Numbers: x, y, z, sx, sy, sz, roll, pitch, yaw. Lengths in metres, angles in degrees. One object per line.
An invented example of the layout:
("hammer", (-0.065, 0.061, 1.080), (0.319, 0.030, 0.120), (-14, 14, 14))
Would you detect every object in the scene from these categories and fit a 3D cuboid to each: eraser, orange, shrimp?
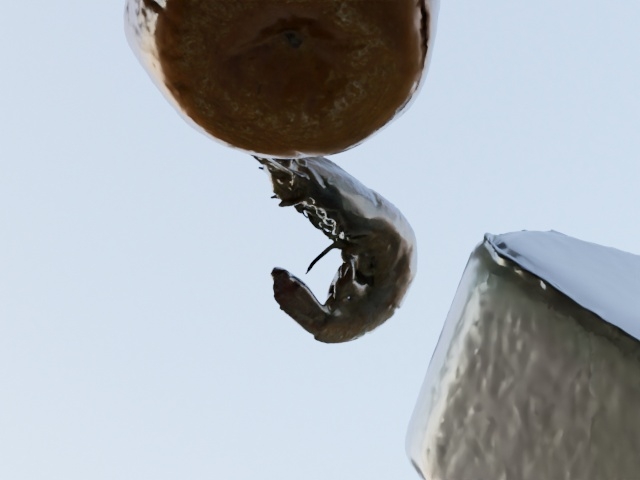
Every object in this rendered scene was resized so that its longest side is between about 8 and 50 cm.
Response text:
("eraser", (0.202, 0.112, 0.655), (0.331, 0.331, 0.150), (13, -70, -20))
("orange", (-0.022, -0.194, 0.952), (0.249, 0.183, 0.249), (-1, -57, -1))
("shrimp", (0.001, 0.001, 1.085), (0.251, 0.052, 0.144), (41, -105, -34))
